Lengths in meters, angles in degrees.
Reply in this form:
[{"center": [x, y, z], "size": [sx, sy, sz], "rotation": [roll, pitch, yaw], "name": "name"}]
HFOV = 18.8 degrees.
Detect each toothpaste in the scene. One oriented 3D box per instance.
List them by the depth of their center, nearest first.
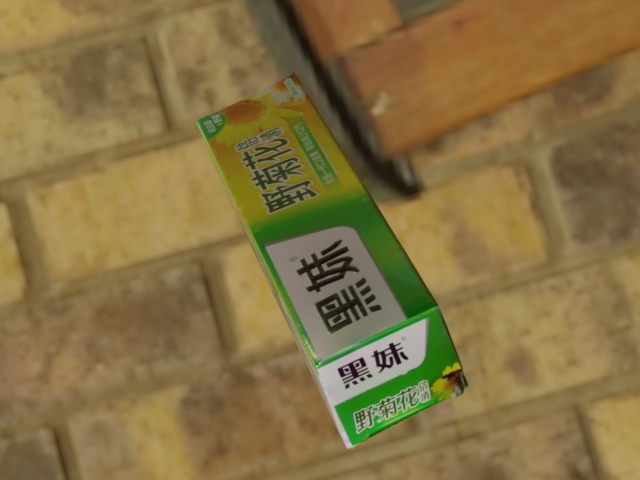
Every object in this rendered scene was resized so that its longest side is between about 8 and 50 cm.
[{"center": [0.000, 0.000, 0.643], "size": [0.043, 0.037, 0.178], "rotation": [-23, -149, -3], "name": "toothpaste"}]
